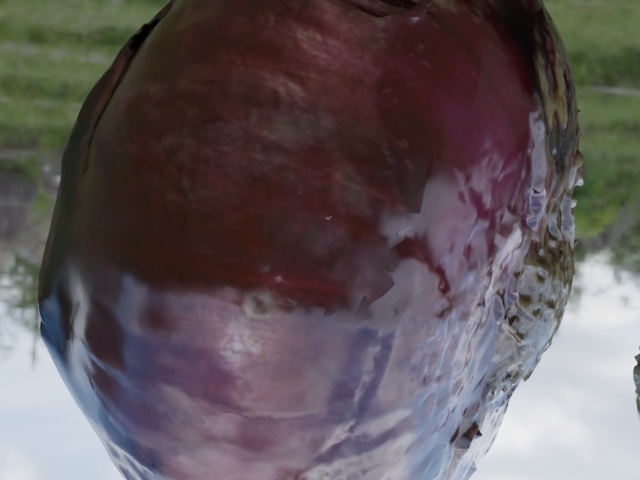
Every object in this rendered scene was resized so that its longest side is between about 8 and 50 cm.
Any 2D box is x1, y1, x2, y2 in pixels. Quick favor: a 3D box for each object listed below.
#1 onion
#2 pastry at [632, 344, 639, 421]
[{"bbox_3d":[0.000,0.000,0.556,0.190,0.246,0.246,25,-167,22],"label":"onion"},{"bbox_3d":[0.252,0.114,0.858,0.089,0.121,0.258,-9,165,26],"label":"pastry"}]
